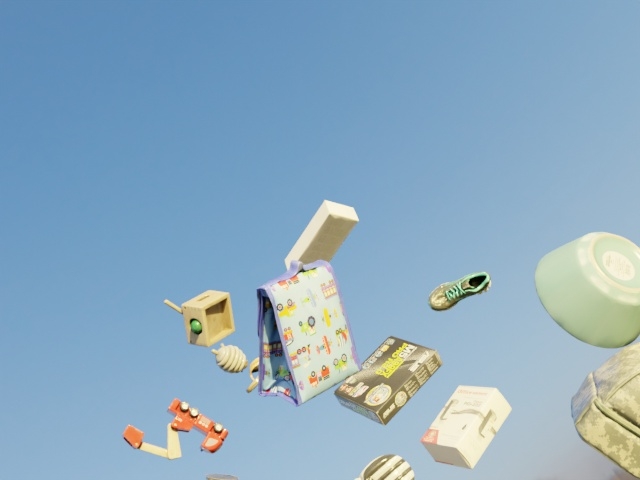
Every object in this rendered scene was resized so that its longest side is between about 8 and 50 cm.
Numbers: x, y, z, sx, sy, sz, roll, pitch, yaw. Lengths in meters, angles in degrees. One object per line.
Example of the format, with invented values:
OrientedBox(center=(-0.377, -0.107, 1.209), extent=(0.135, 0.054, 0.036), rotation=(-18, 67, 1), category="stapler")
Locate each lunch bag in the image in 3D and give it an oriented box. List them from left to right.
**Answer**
OrientedBox(center=(-0.037, 0.189, 1.792), extent=(0.220, 0.138, 0.294), rotation=(-20, -72, -46), category="lunch bag")
OrientedBox(center=(0.749, 0.378, 1.872), extent=(0.256, 0.212, 0.305), rotation=(-60, -12, 14), category="lunch bag")

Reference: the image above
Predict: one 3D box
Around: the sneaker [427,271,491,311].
OrientedBox(center=(0.330, 0.113, 1.872), extent=(0.166, 0.065, 0.076), rotation=(-26, -15, -8), category="sneaker")

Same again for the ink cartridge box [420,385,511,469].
OrientedBox(center=(0.403, 0.511, 2.191), extent=(0.218, 0.092, 0.158), rotation=(-45, 18, -28), category="ink cartridge box")

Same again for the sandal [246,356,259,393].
OrientedBox(center=(-0.159, 0.329, 2.101), extent=(0.180, 0.049, 0.072), rotation=(-61, 0, -35), category="sandal")

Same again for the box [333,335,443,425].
OrientedBox(center=(0.200, 0.411, 2.360), extent=(0.270, 0.216, 0.060), rotation=(-41, -64, -23), category="box")

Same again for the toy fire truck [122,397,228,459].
OrientedBox(center=(-0.308, 0.416, 1.688), extent=(0.135, 0.192, 0.047), rotation=(-58, 1, -27), category="toy fire truck")

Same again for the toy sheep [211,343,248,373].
OrientedBox(center=(-0.274, 0.355, 2.379), extent=(0.132, 0.091, 0.091), rotation=(25, -63, -29), category="toy sheep")

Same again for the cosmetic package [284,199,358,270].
OrientedBox(center=(0.000, 0.000, 2.201), extent=(0.098, 0.060, 0.239), rotation=(13, -52, -32), category="cosmetic package")

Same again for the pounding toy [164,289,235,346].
OrientedBox(center=(-0.310, 0.195, 2.037), extent=(0.141, 0.100, 0.130), rotation=(-28, -64, -52), category="pounding toy")

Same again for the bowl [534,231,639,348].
OrientedBox(center=(0.724, 0.100, 2.011), extent=(0.311, 0.312, 0.163), rotation=(-18, -29, -32), category="bowl")

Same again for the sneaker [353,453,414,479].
OrientedBox(center=(0.043, 0.486, 1.360), extent=(0.281, 0.106, 0.162), rotation=(-32, -21, -11), category="sneaker")

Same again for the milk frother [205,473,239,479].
OrientedBox(center=(-0.264, 0.644, 1.952), extent=(0.129, 0.143, 0.135), rotation=(25, -110, -63), category="milk frother")
